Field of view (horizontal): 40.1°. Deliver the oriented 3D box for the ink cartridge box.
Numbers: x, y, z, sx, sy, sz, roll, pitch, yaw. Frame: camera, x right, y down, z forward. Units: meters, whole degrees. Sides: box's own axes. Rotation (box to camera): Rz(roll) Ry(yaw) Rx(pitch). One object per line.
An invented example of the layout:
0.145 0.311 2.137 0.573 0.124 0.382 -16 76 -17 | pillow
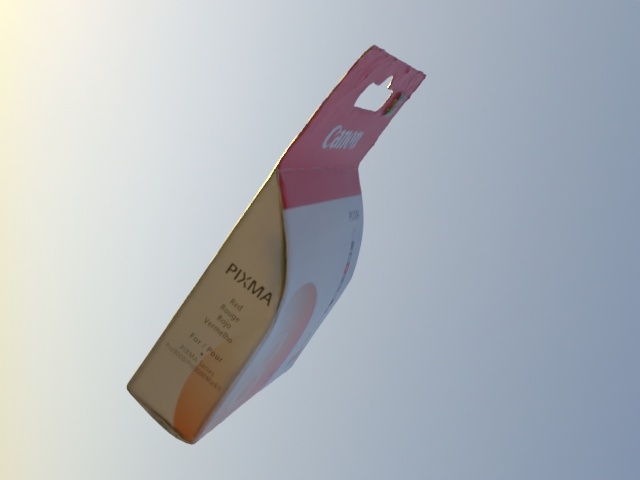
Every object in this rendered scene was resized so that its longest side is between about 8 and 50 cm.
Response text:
0.000 0.000 0.416 0.179 0.045 0.145 -52 171 14 | ink cartridge box
